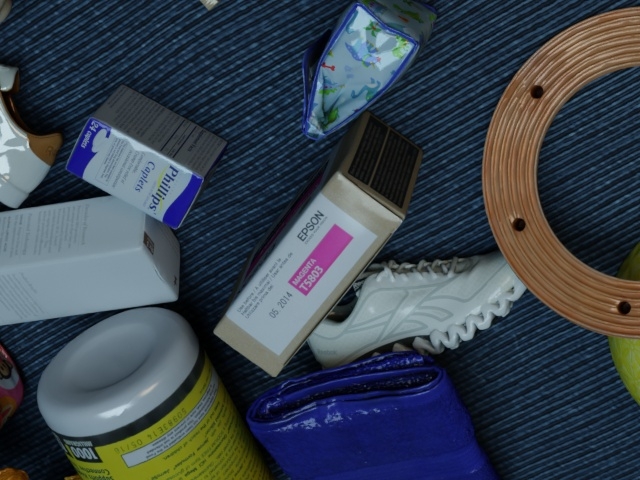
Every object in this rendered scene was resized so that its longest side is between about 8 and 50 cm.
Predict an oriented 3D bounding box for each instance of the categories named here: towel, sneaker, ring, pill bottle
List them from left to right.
[{"bbox_3d":[-0.403,-0.173,1.865,0.290,0.106,0.123,41,94,-9],"label":"sneaker"},{"bbox_3d":[-0.163,0.255,1.916,0.187,0.188,0.334,-17,120,17],"label":"pill bottle"},{"bbox_3d":[0.077,0.243,1.899,0.227,0.076,0.308,-12,135,18],"label":"towel"},{"bbox_3d":[0.107,0.066,1.860,0.292,0.110,0.118,-30,95,20],"label":"sneaker"},{"bbox_3d":[0.329,-0.068,1.738,0.336,0.032,0.337,-1,88,20],"label":"ring"}]

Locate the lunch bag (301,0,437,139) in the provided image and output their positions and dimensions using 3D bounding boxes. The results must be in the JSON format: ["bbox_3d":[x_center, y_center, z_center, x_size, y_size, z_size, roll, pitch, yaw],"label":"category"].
[{"bbox_3d":[0.039,-0.181,1.748,0.096,0.129,0.151,34,117,1],"label":"lunch bag"}]

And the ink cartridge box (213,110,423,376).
[{"bbox_3d":[0.000,0.000,1.797,0.088,0.193,0.235,36,114,-6],"label":"ink cartridge box"}]

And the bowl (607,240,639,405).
[{"bbox_3d":[0.442,0.116,1.785,0.289,0.156,0.290,4,114,9],"label":"bowl"}]

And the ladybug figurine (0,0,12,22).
[{"bbox_3d":[-0.487,-0.371,1.706,0.305,0.162,0.449,-27,126,36],"label":"ladybug figurine"}]

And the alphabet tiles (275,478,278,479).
[{"bbox_3d":[-0.044,0.458,2.102,0.285,0.011,0.343,-24,107,19],"label":"alphabet tiles"}]

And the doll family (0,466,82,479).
[{"bbox_3d":[-0.333,0.308,1.973,0.263,0.118,0.163,15,134,-33],"label":"doll family"}]

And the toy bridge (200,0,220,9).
[{"bbox_3d":[-0.072,-0.317,1.768,0.188,0.026,0.063,-38,99,22],"label":"toy bridge"}]

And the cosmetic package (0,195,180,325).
[{"bbox_3d":[-0.281,0.021,1.897,0.231,0.086,0.117,-9,146,12],"label":"cosmetic package"}]

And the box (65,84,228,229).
[{"bbox_3d":[-0.183,-0.090,1.830,0.137,0.126,0.072,28,114,-2],"label":"box"}]

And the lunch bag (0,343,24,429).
[{"bbox_3d":[-0.520,0.143,2.004,0.258,0.120,0.293,-28,106,25],"label":"lunch bag"}]
